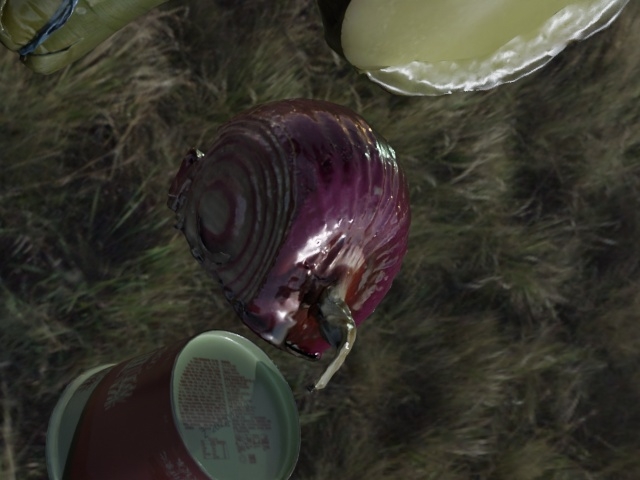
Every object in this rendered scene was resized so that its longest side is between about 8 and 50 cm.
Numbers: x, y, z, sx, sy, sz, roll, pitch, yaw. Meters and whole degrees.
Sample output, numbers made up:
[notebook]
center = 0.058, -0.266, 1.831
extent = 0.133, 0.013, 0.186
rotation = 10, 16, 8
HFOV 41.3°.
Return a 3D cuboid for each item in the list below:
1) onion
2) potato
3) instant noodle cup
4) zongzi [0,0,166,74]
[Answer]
[onion]
center = -0.010, -0.023, 0.901
extent = 0.272, 0.256, 0.230
rotation = 41, 94, 13
[potato]
center = 0.105, -0.248, 0.577
extent = 0.242, 0.285, 0.242
rotation = 54, 11, -15
[instant noodle cup]
center = -0.145, 0.209, 0.910
extent = 0.235, 0.178, 0.235
rotation = 34, 39, -33
[zongzi]
center = -0.186, -0.265, 0.592
extent = 0.256, 0.228, 0.115
rotation = 55, 7, -37
